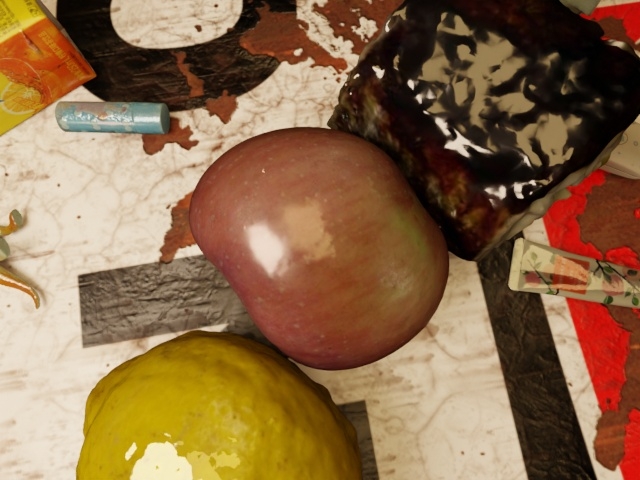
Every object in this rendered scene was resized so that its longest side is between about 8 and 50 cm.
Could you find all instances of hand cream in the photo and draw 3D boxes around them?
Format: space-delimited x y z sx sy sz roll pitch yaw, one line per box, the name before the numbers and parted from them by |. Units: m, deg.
hand cream | 0.399 0.057 0.656 0.233 0.050 0.080 12 83 8

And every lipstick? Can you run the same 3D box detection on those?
lipstick | -0.315 -0.188 0.686 0.157 0.048 0.048 1 79 -1

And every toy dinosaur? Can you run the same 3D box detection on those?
toy dinosaur | -0.498 0.020 0.640 0.142 0.057 0.212 -22 79 6

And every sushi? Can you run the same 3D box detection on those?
sushi | 0.196 -0.157 0.565 0.281 0.299 0.294 -36 79 -23

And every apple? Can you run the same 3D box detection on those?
apple | 0.000 0.000 0.535 0.235 0.306 0.306 -37 82 -7

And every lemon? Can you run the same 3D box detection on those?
lemon | -0.099 0.246 0.493 0.315 0.285 0.286 16 78 26

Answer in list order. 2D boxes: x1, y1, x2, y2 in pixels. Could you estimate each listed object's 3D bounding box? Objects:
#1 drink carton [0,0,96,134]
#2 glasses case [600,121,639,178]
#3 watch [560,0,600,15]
drink carton | -0.526 -0.217 0.633 0.351 0.154 0.111 -35 82 -7
glasses case | 0.424 -0.160 0.691 0.204 0.051 0.081 22 78 3
watch | 0.370 -0.450 0.647 0.161 0.254 0.241 19 41 4
